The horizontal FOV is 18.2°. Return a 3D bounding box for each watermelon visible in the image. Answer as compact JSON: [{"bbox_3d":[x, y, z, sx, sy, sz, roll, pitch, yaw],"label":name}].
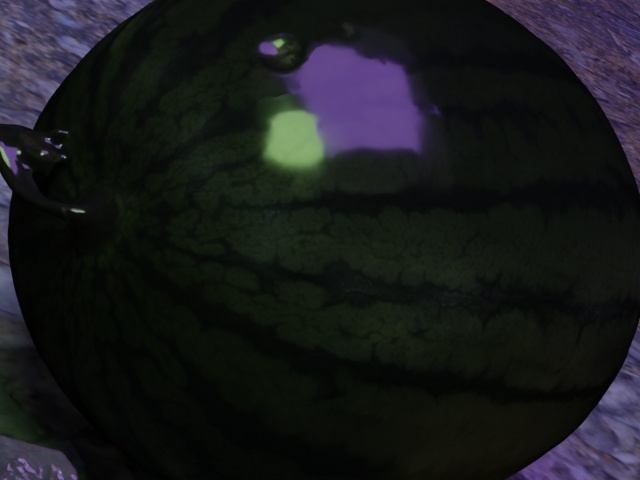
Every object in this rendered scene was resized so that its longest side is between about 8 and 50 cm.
[{"bbox_3d":[0.000,0.000,0.990,0.359,0.279,0.279,7,30,-47],"label":"watermelon"}]

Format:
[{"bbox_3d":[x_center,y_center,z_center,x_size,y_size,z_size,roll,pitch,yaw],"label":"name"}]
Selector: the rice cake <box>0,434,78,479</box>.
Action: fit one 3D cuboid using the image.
[{"bbox_3d":[-0.204,0.086,0.855,0.206,0.047,0.036,19,30,-23],"label":"rice cake"}]
